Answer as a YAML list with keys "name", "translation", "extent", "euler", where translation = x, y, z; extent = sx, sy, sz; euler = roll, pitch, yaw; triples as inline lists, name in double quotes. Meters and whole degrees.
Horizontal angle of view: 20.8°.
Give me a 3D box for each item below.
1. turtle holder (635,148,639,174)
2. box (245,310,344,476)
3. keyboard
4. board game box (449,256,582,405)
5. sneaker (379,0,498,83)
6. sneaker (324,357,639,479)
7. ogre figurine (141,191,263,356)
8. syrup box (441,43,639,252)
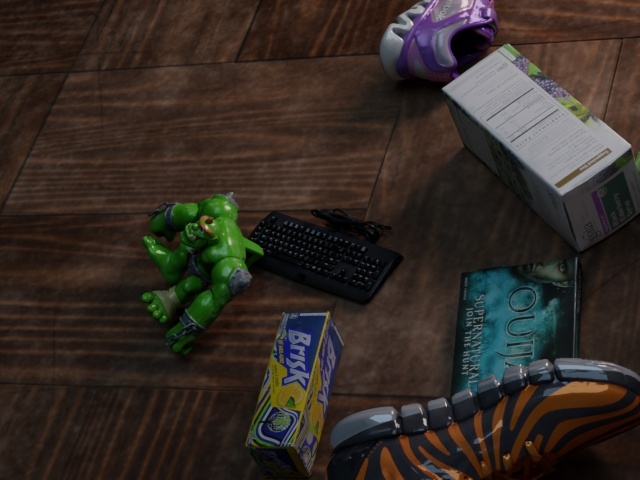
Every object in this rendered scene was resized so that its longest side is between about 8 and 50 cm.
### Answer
- name: "turtle holder"
  translation: [0.446, -0.141, 1.680]
  extent: [0.320, 0.243, 0.227]
  euler: [-3, 65, 22]
- name: "box"
  translation: [-0.024, 0.154, 1.771]
  extent: [0.054, 0.059, 0.169]
  euler: [-2, 50, 21]
- name: "keyboard"
  translation: [0.000, 0.000, 1.918]
  extent: [0.192, 0.038, 0.100]
  euler: [19, 60, 36]
- name: "board game box"
  translation: [0.196, 0.101, 1.737]
  extent: [0.126, 0.026, 0.186]
  euler: [-9, 47, 19]
- name: "sneaker"
  translation: [0.172, -0.271, 2.051]
  extent: [0.104, 0.095, 0.236]
  euler: [23, 67, 31]
- name: "sneaker"
  translation: [0.155, 0.228, 1.591]
  extent: [0.321, 0.124, 0.180]
  euler: [-20, 48, 24]
- name: "ogre figurine"
  translation: [-0.133, 0.021, 1.929]
  extent: [0.118, 0.097, 0.197]
  euler: [-33, 25, 21]
- name: "syrup box"
  translation: [0.237, -0.101, 1.854]
  extent: [0.096, 0.093, 0.237]
  euler: [-35, 44, -8]
